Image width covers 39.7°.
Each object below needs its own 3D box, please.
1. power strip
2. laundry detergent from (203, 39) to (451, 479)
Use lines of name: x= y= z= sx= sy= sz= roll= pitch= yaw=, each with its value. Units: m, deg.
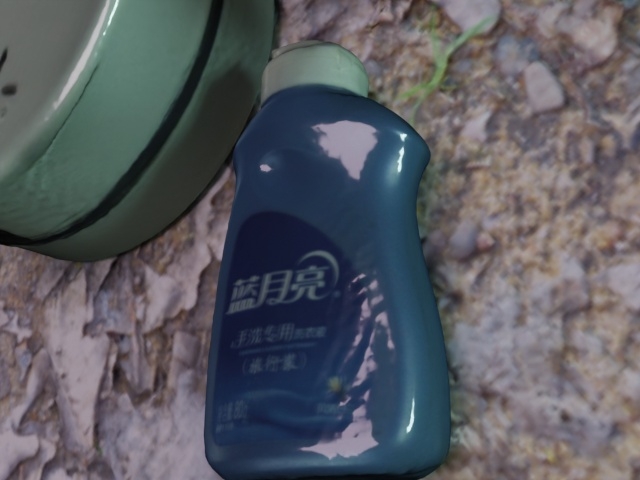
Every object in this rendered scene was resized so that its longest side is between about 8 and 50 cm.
power strip: x=-0.214 y=-0.150 z=0.703 sx=0.357 sy=0.161 sz=0.357 roll=-12 pitch=68 yaw=31
laundry detergent: x=0.000 y=0.000 z=0.541 sx=0.143 sy=0.094 sz=0.290 roll=-17 pitch=65 yaw=33
